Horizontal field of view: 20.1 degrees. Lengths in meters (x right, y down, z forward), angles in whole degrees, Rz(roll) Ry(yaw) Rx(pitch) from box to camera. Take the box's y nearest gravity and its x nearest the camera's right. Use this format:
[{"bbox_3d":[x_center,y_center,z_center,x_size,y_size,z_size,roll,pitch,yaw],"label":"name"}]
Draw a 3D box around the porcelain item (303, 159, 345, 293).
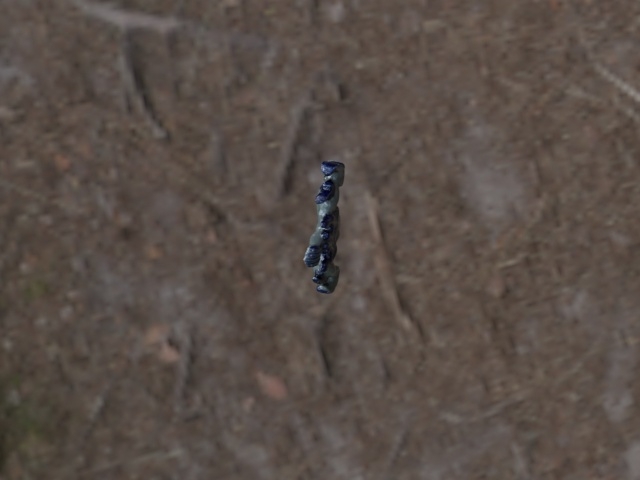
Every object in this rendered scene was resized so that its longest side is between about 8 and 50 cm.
[{"bbox_3d":[0.000,0.000,1.630,0.021,0.075,0.136,11,122,15],"label":"porcelain item"}]
